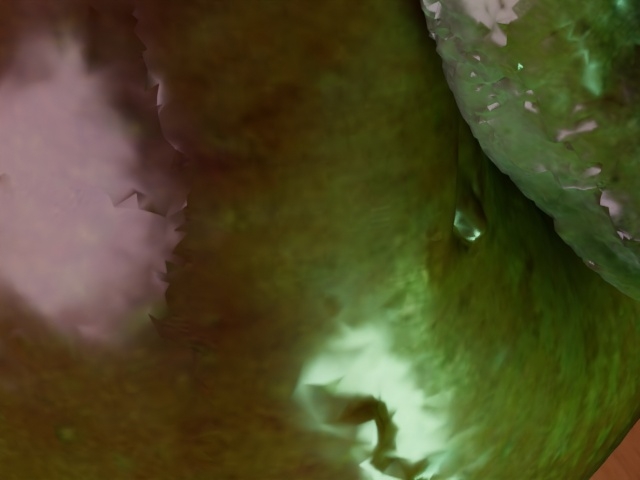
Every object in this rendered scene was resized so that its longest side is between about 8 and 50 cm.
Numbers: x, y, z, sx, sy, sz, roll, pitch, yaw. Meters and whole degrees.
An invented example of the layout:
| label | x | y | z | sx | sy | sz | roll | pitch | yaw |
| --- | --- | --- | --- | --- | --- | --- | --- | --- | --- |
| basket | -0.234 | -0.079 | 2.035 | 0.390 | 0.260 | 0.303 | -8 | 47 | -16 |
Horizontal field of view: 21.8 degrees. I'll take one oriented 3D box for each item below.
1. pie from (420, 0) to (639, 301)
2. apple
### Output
| label | x | y | z | sx | sy | sz | roll | pitch | yaw |
| --- | --- | --- | --- | --- | --- | --- | --- | --- | --- |
| pie | 0.168 | -0.094 | 0.371 | 0.070 | 0.323 | 0.323 | -90 | -18 | -67 |
| apple | -0.033 | -0.076 | 0.580 | 0.374 | 0.374 | 0.384 | 16 | 98 | 45 |
